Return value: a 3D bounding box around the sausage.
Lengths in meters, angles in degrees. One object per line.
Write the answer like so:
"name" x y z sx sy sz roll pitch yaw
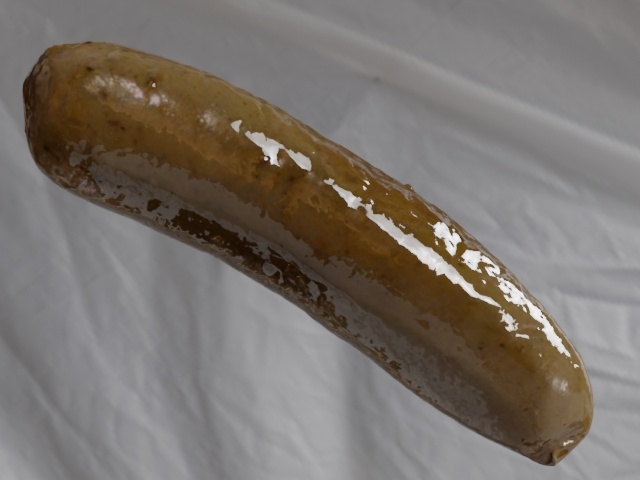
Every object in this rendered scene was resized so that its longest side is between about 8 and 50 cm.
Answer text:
"sausage" 0.002 -0.002 1.027 0.136 0.501 0.123 -60 -175 -14
